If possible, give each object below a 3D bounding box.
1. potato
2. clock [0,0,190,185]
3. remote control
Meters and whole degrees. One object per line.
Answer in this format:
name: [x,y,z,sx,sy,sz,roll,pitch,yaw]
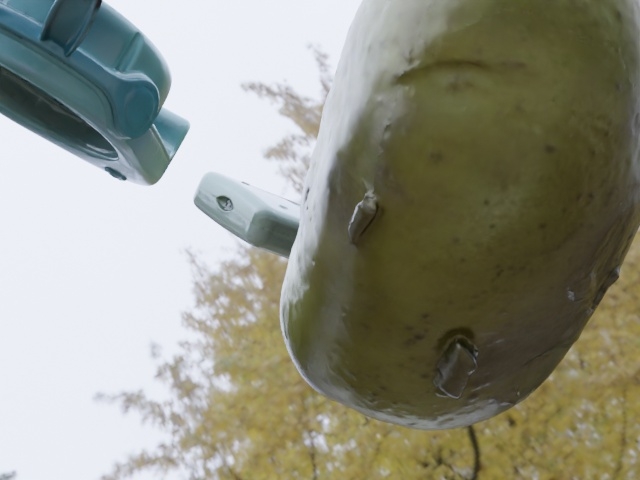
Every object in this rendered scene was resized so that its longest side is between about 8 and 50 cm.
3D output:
potato: [0.065,-0.024,0.480,0.197,0.148,0.228,-15,-54,-70]
clock: [-0.108,-0.074,0.440,0.108,0.147,0.045,28,-102,2]
remote control: [0.000,0.000,1.215,0.296,0.140,0.056,21,-80,-44]
